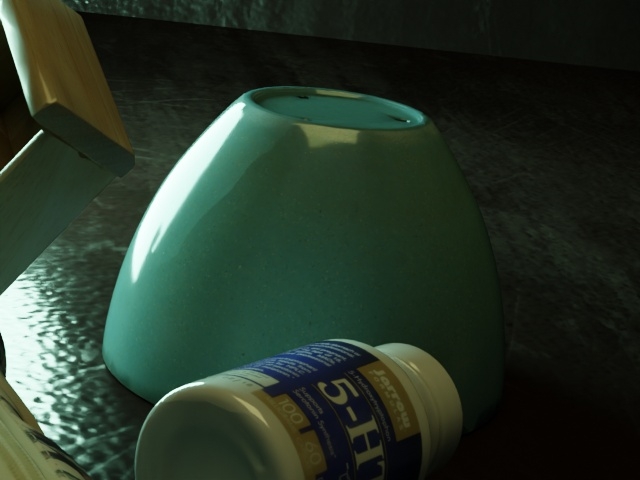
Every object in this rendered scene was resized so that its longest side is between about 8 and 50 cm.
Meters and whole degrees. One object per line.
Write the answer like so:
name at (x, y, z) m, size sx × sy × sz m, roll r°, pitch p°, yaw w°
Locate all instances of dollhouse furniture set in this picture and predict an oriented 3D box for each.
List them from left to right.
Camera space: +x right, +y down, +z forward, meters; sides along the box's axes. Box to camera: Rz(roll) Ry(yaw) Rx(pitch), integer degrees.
dollhouse furniture set at (-0.339, -0.096, 0.940) m, size 0.394 × 0.256 × 0.362 m, roll 36°, pitch 16°, yaw -35°

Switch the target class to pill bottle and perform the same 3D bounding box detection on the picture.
pill bottle at (-0.004, 0.115, 0.973) m, size 0.112 × 0.112 × 0.186 m, roll 18°, pitch 19°, yaw 33°

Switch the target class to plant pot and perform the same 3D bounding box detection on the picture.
plant pot at (0.000, 0.000, 1.230) m, size 0.290 × 0.195 × 0.290 m, roll 7°, pitch 15°, yaw -2°

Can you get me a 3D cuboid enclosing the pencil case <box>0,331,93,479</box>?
pencil case at (-0.148, 0.136, 0.706) m, size 0.159 × 0.184 × 0.410 m, roll -2°, pitch 19°, yaw -29°
